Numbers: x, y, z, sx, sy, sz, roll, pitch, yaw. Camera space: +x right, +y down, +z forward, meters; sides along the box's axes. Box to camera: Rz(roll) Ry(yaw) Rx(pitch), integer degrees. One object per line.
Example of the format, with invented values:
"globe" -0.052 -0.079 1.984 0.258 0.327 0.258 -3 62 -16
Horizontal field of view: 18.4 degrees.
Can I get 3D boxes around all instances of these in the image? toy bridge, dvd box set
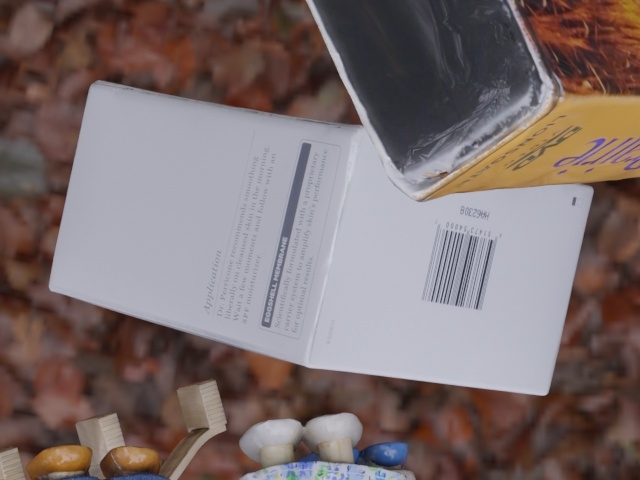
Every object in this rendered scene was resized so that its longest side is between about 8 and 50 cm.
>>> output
"toy bridge" -0.128 0.136 1.196 0.026 0.188 0.063 -14 91 42
"dvd box set" 0.095 -0.168 0.718 0.062 0.308 0.420 -31 166 31

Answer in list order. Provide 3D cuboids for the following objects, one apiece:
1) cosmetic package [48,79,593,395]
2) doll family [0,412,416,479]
"cosmetic package" 0.000 0.000 1.190 0.224 0.138 0.224 15 -178 43
"doll family" -0.047 0.155 0.733 0.262 0.163 0.118 -5 159 -12
